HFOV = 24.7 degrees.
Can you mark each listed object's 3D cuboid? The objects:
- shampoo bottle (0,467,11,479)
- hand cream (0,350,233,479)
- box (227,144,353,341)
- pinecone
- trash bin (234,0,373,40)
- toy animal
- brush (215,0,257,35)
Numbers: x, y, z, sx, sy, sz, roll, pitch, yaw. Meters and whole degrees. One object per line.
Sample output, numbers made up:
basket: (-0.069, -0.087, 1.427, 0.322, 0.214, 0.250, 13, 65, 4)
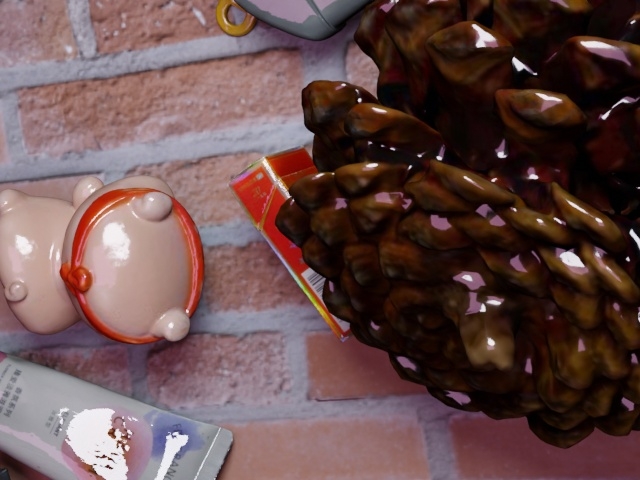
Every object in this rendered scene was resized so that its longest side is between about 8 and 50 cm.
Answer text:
shampoo bottle: (-0.306, 0.348, 1.478, 0.101, 0.101, 0.284, -15, 94, 20)
hand cream: (-0.261, 0.181, 1.446, 0.340, 0.078, 0.124, 21, 72, 14)
box: (-0.001, 0.000, 1.318, 0.048, 0.112, 0.175, -37, 85, 21)
pinecone: (0.164, -0.052, 1.141, 0.397, 0.398, 0.398, 3, 99, 18)
trash bin: (0.013, -0.287, 1.265, 0.236, 0.101, 0.177, -33, 94, 16)
toy animal: (-0.201, 0.019, 1.369, 0.197, 0.171, 0.171, 1, 99, 26)
brush: (-0.028, -0.310, 1.330, 0.103, 0.013, 0.272, 31, 107, 11)
